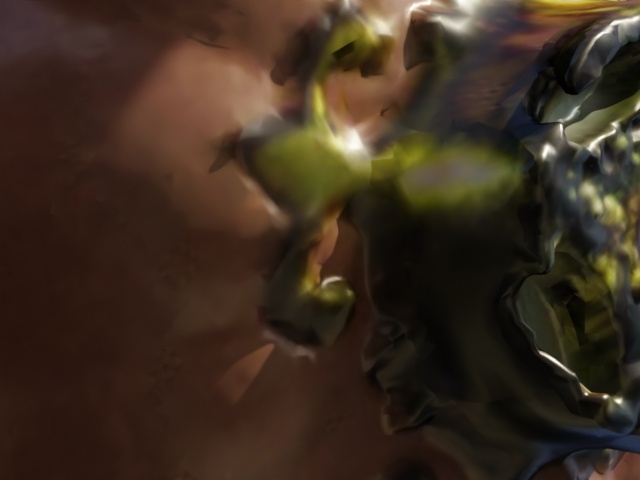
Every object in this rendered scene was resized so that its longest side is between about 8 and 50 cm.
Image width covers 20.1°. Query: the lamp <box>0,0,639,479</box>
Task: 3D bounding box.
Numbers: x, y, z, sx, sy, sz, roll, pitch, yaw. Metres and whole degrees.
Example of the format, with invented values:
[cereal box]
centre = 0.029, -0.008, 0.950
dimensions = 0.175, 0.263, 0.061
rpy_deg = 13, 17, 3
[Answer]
[lamp]
centre = 0.000, 0.000, 0.497
dimensions = 0.305, 0.240, 0.305
rpy_deg = 3, -94, -45
